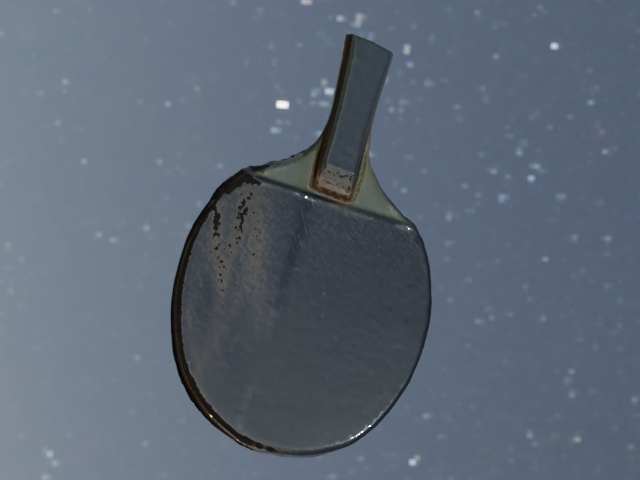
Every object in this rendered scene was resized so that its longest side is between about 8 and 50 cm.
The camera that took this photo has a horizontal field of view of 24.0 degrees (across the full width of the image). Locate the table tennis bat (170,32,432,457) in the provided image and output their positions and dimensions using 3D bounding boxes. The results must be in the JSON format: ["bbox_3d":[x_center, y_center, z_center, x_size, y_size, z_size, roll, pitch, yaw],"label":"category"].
[{"bbox_3d":[0.000,0.000,0.755,0.019,0.130,0.220,148,-41,-69],"label":"table tennis bat"}]
